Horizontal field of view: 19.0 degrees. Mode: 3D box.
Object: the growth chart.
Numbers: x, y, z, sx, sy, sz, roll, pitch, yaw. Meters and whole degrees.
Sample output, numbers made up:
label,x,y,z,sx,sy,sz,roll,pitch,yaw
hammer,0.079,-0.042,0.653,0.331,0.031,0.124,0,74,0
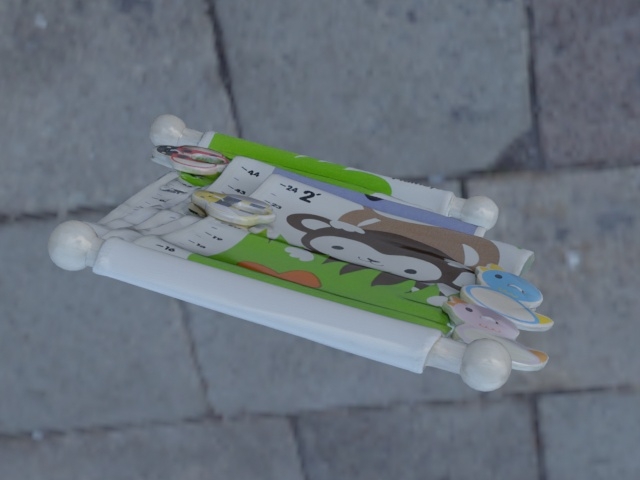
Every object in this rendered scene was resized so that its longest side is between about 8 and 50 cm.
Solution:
label,x,y,z,sx,sy,sz,roll,pitch,yaw
growth chart,0.000,0.000,0.682,0.172,0.237,0.021,13,104,3
